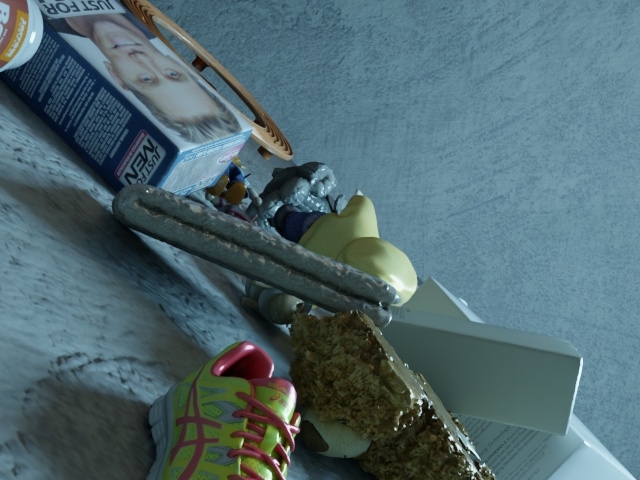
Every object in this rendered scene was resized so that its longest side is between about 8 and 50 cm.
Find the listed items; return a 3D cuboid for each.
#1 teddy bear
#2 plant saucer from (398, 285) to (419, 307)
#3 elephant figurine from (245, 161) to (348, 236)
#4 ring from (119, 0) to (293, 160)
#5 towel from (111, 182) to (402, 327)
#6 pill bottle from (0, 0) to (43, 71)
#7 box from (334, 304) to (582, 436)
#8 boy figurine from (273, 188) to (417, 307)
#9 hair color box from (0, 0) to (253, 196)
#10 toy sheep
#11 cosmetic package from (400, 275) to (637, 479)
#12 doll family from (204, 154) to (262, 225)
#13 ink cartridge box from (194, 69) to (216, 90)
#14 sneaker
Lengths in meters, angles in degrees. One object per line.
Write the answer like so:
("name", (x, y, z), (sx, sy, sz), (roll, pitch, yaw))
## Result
("teddy bear", (0.076, 0.196, 0.903), (0.245, 0.113, 0.338), (54, 4, 30))
("plant saucer", (0.198, 0.163, 1.822), (0.332, 0.084, 0.332), (42, 6, -6))
("elephant figurine", (0.000, 0.000, 1.552), (0.169, 0.186, 0.239), (-20, -65, 48))
("ring", (-0.166, -0.230, 1.356), (0.336, 0.032, 0.336), (43, 10, -10))
("towel", (-0.067, 0.011, 0.926), (0.282, 0.049, 0.187), (23, -6, -12))
("pill bottle", (-0.349, -0.220, 0.902), (0.121, 0.121, 0.216), (43, 7, 3))
("box", (0.146, 0.139, 1.078), (0.275, 0.094, 0.113), (12, 6, 6))
("boy figurine", (0.023, 0.014, 1.233), (0.092, 0.177, 0.285), (36, -12, -32))
("hair color box", (-0.264, -0.200, 1.134), (0.347, 0.105, 0.174), (44, 28, 8))
("toy sheep", (-0.048, 0.050, 1.104), (0.091, 0.091, 0.132), (38, 26, -31))
("cosmetic package", (0.237, 0.234, 1.283), (0.197, 0.155, 0.365), (38, 7, -38))
("doll family", (-0.157, -0.110, 1.325), (0.263, 0.118, 0.163), (40, 7, -19))
("ink cartridge box", (-0.284, -0.291, 1.524), (0.231, 0.078, 0.134), (41, 5, 36))
("sneaker", (-0.050, 0.125, 0.567), (0.081, 0.094, 0.208), (41, 8, -28))
